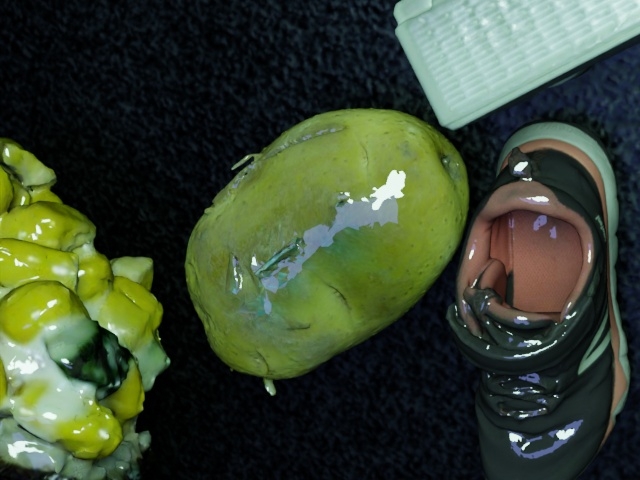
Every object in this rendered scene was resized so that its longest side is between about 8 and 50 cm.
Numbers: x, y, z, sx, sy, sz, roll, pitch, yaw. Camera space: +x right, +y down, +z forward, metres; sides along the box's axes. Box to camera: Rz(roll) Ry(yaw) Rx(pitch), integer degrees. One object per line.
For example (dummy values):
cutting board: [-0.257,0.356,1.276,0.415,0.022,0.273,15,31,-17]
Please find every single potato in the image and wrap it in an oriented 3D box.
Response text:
potato: [0.000,0.000,0.999,0.248,0.143,0.169,-36,100,26]

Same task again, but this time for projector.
projector: [0.190,-0.175,0.846,0.256,0.192,0.099,-27,89,26]

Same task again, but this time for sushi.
sushi: [-0.253,0.105,1.041,0.328,0.328,0.285,41,105,9]

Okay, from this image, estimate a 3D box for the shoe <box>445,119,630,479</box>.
shoe: [0.158,0.065,0.956,0.114,0.137,0.291,5,108,22]
